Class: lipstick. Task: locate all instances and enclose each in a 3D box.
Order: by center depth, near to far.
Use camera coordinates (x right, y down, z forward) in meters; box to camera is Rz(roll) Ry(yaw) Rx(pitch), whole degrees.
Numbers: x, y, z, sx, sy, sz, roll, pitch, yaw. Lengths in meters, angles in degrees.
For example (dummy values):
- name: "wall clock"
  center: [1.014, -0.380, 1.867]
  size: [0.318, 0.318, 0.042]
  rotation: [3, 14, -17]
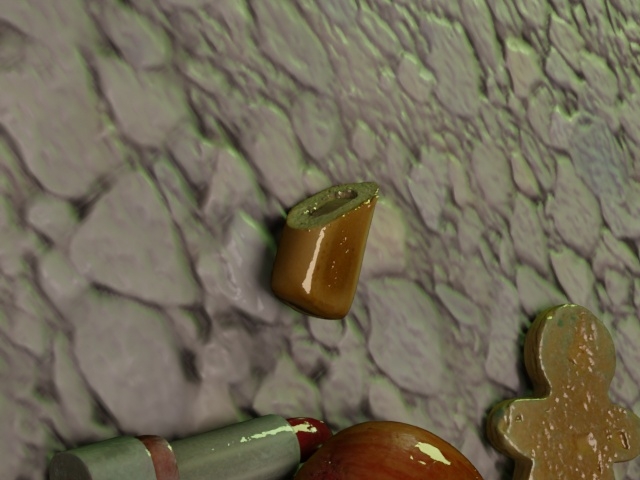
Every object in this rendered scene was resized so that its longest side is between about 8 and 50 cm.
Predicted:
- name: "lipstick"
  center: [-0.065, 0.137, 0.578]
  size: [0.186, 0.057, 0.063]
  rotation: [-6, 87, -42]

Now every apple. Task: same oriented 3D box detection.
- name: "apple"
  center: [0.045, 0.185, 0.595]
  size: [0.146, 0.146, 0.146]
  rotation: [2, 87, -37]

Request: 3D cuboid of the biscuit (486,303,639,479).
- name: "biscuit"
  center: [0.198, 0.168, 0.773]
  size: [0.153, 0.030, 0.234]
  rotation: [8, 77, -28]

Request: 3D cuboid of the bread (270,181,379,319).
- name: "bread"
  center: [0.000, -0.002, 0.632]
  size: [0.062, 0.049, 0.103]
  rotation: [26, 72, -42]
